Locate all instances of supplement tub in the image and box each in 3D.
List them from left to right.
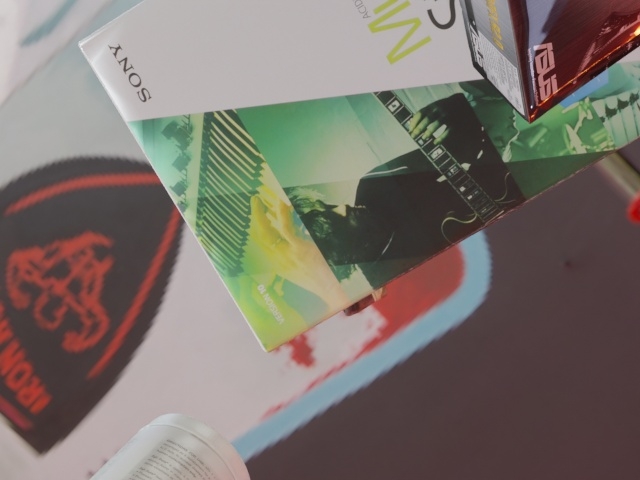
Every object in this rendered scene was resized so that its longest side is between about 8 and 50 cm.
[{"bbox_3d":[-0.090,0.143,0.716,0.071,0.071,0.107,44,-136,3],"label":"supplement tub"}]

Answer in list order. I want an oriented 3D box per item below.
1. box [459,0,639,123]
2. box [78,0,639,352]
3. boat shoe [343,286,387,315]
[{"bbox_3d":[0.148,-0.183,0.713,0.056,0.183,0.231,52,173,30],"label":"box"},{"bbox_3d":[0.043,-0.108,0.906,0.232,0.322,0.058,59,-171,-3],"label":"box"},{"bbox_3d":[0.000,0.000,1.295,0.152,0.049,0.056,53,166,-4],"label":"boat shoe"}]
